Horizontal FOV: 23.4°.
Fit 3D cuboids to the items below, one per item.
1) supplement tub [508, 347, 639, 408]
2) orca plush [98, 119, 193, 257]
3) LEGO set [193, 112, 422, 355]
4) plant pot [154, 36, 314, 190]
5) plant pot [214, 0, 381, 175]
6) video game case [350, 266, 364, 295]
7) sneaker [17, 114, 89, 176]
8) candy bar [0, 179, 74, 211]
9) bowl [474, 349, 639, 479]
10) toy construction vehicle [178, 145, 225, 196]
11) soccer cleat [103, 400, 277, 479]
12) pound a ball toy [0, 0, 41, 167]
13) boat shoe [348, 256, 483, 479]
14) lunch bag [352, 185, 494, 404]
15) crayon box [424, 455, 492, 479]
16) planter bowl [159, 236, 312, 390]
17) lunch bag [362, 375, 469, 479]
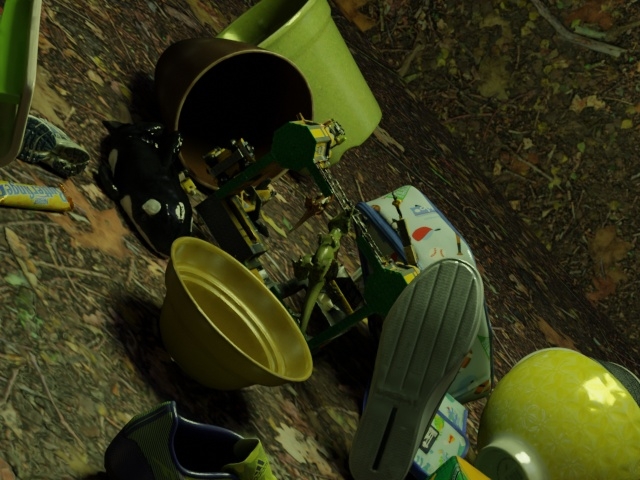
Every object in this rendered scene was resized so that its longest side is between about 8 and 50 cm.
[{"bbox_3d":[0.418,0.280,2.477,0.272,0.191,0.191,19,31,-56],"label":"supplement tub"},{"bbox_3d":[-0.202,-0.098,2.014,0.151,0.102,0.287,39,17,-22],"label":"orca plush"},{"bbox_3d":[0.000,0.000,2.025,0.331,0.255,0.192,50,20,8],"label":"LEGO set"},{"bbox_3d":[-0.155,-0.211,2.276,0.215,0.215,0.230,34,5,-36],"label":"plant pot"},{"bbox_3d":[-0.040,-0.258,2.581,0.254,0.276,0.276,53,13,-20],"label":"plant pot"},{"bbox_3d":[0.080,0.045,2.327,0.011,0.122,0.087,52,17,19],"label":"video game case"},{"bbox_3d":[-0.339,-0.122,1.849,0.058,0.052,0.135,46,6,39],"label":"sneaker"},{"bbox_3d":[-0.330,-0.052,1.740,0.040,0.018,0.161,52,18,18],"label":"candy bar"},{"bbox_3d":[0.303,0.308,2.103,0.156,0.289,0.289,-18,60,-35],"label":"bowl"},{"bbox_3d":[-0.161,-0.094,2.125,0.035,0.086,0.098,59,-10,-10],"label":"toy construction vehicle"},{"bbox_3d":[-0.074,0.249,1.470,0.289,0.121,0.093,36,19,-31],"label":"soccer cleat"},{"bbox_3d":[-0.429,-0.208,1.734,0.208,0.135,0.319,13,28,-16],"label":"pound a ball toy"},{"bbox_3d":[0.111,0.160,1.886,0.109,0.302,0.094,24,2,6],"label":"boat shoe"},{"bbox_3d":[0.135,0.087,2.154,0.243,0.115,0.303,49,-25,45],"label":"lunch bag"},{"bbox_3d":[0.251,0.410,1.953,0.278,0.081,0.165,37,19,-26],"label":"crayon box"},{"bbox_3d":[-0.117,0.105,1.762,0.217,0.090,0.217,42,16,-15],"label":"planter bowl"},{"bbox_3d":[0.123,0.245,2.029,0.129,0.096,0.151,43,31,-17],"label":"lunch bag"}]
